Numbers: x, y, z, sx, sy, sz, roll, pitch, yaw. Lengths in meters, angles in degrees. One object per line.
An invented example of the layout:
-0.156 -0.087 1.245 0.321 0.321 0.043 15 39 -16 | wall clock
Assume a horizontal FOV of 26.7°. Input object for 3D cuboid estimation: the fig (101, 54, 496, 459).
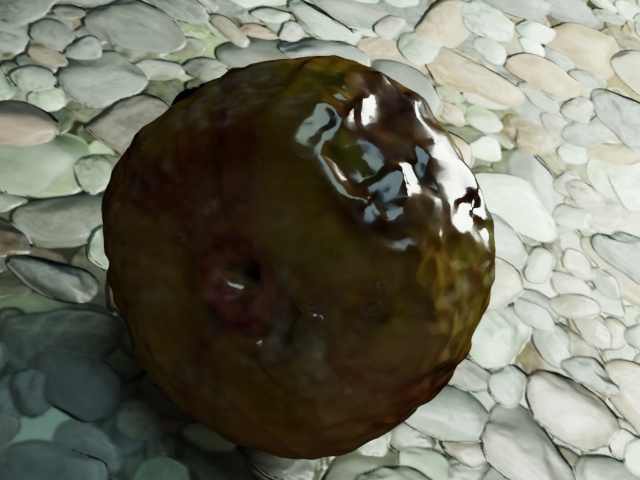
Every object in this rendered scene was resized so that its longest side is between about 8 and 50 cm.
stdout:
0.000 0.000 1.036 0.286 0.286 0.369 30 12 8 | fig
